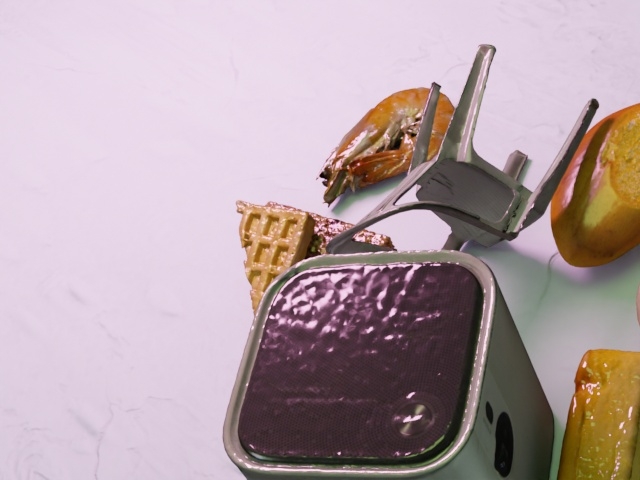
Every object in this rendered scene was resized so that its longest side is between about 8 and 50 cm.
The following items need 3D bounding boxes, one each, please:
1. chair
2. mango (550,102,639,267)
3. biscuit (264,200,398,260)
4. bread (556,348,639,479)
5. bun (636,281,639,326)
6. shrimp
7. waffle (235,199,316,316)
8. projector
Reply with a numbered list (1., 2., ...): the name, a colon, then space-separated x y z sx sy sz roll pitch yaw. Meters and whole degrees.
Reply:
1. chair: 0.148 -0.063 1.660 0.274 0.190 0.203 -64 12 -27
2. mango: 0.334 -0.054 1.661 0.141 0.102 0.217 30 69 15
3. biscuit: 0.000 0.000 1.814 0.199 0.034 0.064 19 62 36
4. bread: 0.277 0.214 1.446 0.094 0.102 0.245 -1 52 22
5. bun: 0.417 0.089 1.476 0.222 0.127 0.222 -3 49 3
6. shrimp: 0.082 -0.117 1.870 0.217 0.051 0.115 -40 48 -15
7. waffle: -0.083 0.049 1.790 0.125 0.032 0.191 11 73 33
8. projector: 0.076 0.182 1.466 0.248 0.249 0.248 -3 51 23
